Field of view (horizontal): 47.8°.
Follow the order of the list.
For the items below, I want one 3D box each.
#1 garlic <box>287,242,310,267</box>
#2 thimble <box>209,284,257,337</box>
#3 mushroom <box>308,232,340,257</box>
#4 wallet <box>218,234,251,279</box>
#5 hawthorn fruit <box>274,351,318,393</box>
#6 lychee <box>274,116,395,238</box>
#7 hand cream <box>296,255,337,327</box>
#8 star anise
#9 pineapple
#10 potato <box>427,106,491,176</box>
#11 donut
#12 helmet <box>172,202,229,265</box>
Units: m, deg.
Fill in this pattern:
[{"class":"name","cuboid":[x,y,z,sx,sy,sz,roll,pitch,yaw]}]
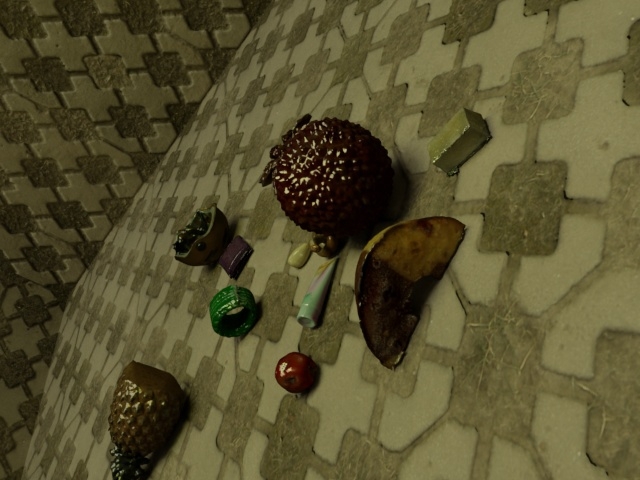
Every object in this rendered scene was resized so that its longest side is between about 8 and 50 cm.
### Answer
[{"class":"garlic","cuboid":[-0.058,0.041,1.809,0.083,0.041,0.053,-35,30,55]},{"class":"thimble","cuboid":[-0.227,0.185,1.886,0.090,0.118,0.130,-108,34,-53]},{"class":"mushroom","cuboid":[0.010,0.004,1.674,0.088,0.072,0.130,-60,6,26]},{"class":"wallet","cuboid":[-0.259,0.047,2.186,0.111,0.030,0.166,-61,25,3]},{"class":"hawthorn fruit","cuboid":[-0.048,0.277,1.507,0.093,0.093,0.093,-43,31,33]},{"class":"lychee","cuboid":[0.025,-0.137,1.579,0.264,0.264,0.300,-57,43,7]},{"class":"hand cream","cuboid":[-0.007,0.115,1.640,0.076,0.047,0.174,-32,29,49]},{"class":"star anise","cuboid":[-0.089,-0.251,2.115,0.288,0.088,0.288,-41,34,36]},{"class":"pineapple","cuboid":[-0.509,0.530,1.979,0.362,0.201,0.202,-67,25,4]},{"class":"potato","cuboid":[0.268,-0.193,1.418,0.122,0.061,0.086,-45,32,31]},{"class":"donut","cuboid":[0.124,0.069,1.324,0.295,0.151,0.112,-64,15,-5]},{"class":"helmet","cuboid":[-0.369,-0.004,2.331,0.224,0.130,0.198,-40,33,18]}]
